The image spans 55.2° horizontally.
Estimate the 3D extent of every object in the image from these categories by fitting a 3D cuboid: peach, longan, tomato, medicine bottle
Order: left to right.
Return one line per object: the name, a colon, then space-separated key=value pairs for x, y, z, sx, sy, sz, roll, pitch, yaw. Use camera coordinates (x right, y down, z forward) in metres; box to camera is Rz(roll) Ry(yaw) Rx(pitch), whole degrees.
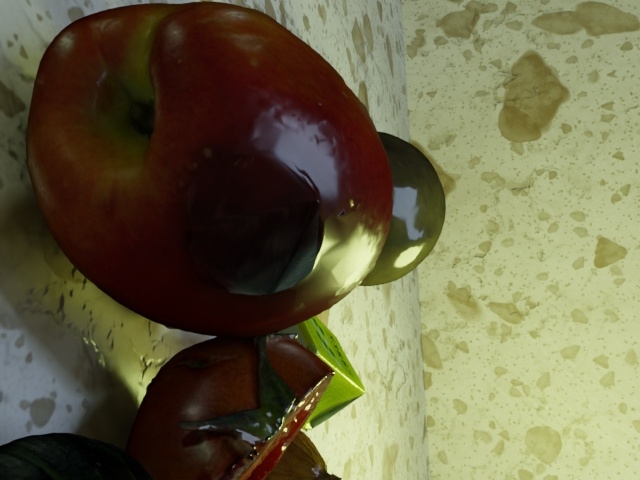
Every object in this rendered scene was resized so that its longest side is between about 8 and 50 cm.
tomato: x=-0.139 y=0.224 z=0.731 sx=0.170 sy=0.309 sz=0.309 roll=44 pitch=12 yaw=16
peach: x=-0.100 y=-0.061 z=0.652 sx=0.406 sy=0.335 sz=0.310 roll=44 pitch=-1 yaw=-38
medicine bottle: x=-0.039 y=0.211 z=1.052 sx=0.137 sy=0.141 sz=0.250 roll=57 pitch=4 yaw=36
longan: x=0.099 y=-0.078 z=1.327 sx=0.361 sy=0.361 sz=0.360 roll=-6 pitch=90 yaw=-71

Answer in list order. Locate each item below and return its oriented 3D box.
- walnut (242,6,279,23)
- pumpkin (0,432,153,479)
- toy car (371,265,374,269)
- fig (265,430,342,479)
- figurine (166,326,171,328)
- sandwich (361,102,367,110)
walnut: x=-0.119 y=-0.251 z=0.964 sx=0.225 sy=0.193 sz=0.193 roll=64 pitch=27 yaw=-52
pumpkin: x=-0.218 y=0.283 z=0.474 sx=0.250 sy=0.216 sz=0.249 roll=-46 pitch=148 yaw=-40
toy car: x=0.000 y=0.000 z=1.105 sx=0.235 sy=0.235 sz=0.145 roll=59 pitch=31 yaw=-51
fig: x=-0.035 y=0.378 z=1.058 sx=0.119 sy=0.153 sz=0.119 roll=-19 pitch=90 yaw=-73
figurine: x=-0.200 y=0.073 z=0.798 sx=0.083 sy=0.067 sz=0.071 roll=60 pitch=6 yaw=-18
sandwich: x=0.069 y=-0.269 z=1.633 sx=0.160 sy=0.109 sz=0.184 roll=-61 pitch=147 yaw=-26
